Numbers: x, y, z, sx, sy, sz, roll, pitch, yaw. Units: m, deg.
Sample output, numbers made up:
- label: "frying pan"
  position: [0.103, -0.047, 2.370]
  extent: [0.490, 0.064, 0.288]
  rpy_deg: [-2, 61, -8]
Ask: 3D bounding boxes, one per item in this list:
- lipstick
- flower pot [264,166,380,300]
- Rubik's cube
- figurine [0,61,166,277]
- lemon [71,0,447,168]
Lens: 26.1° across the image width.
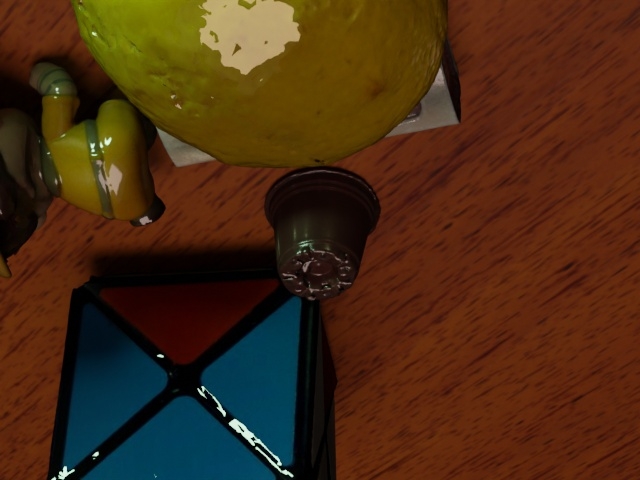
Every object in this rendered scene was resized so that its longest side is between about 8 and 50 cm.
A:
- label: "lipstick"
  position: [-0.012, -0.122, 1.175]
  extent: [0.253, 0.077, 0.079]
  rpy_deg: [-9, 135, 13]
- label: "flower pot"
  position: [0.000, 0.000, 1.291]
  extent: [0.111, 0.089, 0.111]
  rpy_deg: [2, 136, 2]
- label: "Rubik's cube"
  position: [-0.112, 0.192, 1.372]
  extent: [0.246, 0.248, 0.250]
  rpy_deg: [-2, 144, 6]
- label: "figurine"
  position: [-0.271, -0.057, 1.195]
  extent: [0.257, 0.167, 0.192]
  rpy_deg: [-8, 122, 8]
- label: "lemon"
  position: [-0.040, -0.177, 0.995]
  extent: [0.261, 0.260, 0.284]
  rpy_deg: [-10, 153, 13]
